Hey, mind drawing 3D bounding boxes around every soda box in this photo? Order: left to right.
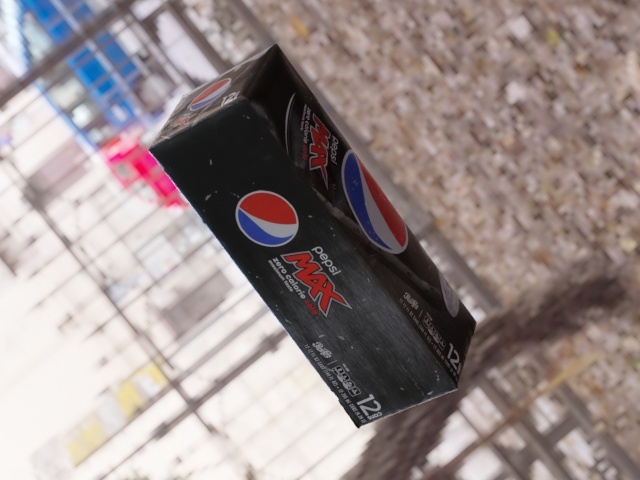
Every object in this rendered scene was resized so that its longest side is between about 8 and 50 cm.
[{"bbox_3d":[0.000,0.000,0.748,0.169,0.060,0.053,54,-149,-20],"label":"soda box"}]
